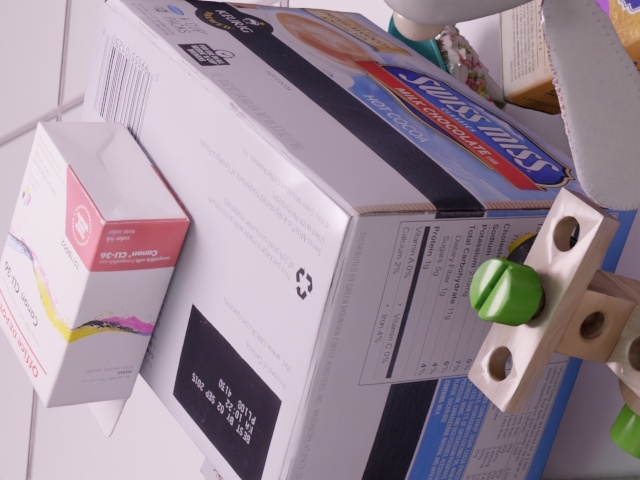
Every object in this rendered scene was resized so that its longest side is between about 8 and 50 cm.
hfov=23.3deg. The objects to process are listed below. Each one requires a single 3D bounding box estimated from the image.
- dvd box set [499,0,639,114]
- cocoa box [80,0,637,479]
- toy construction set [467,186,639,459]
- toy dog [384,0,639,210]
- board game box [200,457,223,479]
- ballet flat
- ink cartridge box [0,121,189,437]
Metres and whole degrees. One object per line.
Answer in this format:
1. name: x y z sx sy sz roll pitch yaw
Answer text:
1. dvd box set: 0.277 -0.288 1.034 0.420 0.062 0.308 -22 62 52
2. cocoa box: 0.000 0.000 1.073 0.347 0.228 0.231 43 126 46
3. toy construction set: 0.225 0.052 0.827 0.309 0.237 0.257 -46 36 35
4. toy dog: 0.179 -0.113 0.781 0.161 0.333 0.220 114 172 -50
5. board game box: 0.044 0.197 1.154 0.275 0.142 0.144 48 121 51
6. ballet flat: 0.114 -0.079 1.191 0.091 0.077 0.241 -50 47 49
7. ink cartridge box: -0.165 0.032 1.054 0.115 0.067 0.198 52 133 40
